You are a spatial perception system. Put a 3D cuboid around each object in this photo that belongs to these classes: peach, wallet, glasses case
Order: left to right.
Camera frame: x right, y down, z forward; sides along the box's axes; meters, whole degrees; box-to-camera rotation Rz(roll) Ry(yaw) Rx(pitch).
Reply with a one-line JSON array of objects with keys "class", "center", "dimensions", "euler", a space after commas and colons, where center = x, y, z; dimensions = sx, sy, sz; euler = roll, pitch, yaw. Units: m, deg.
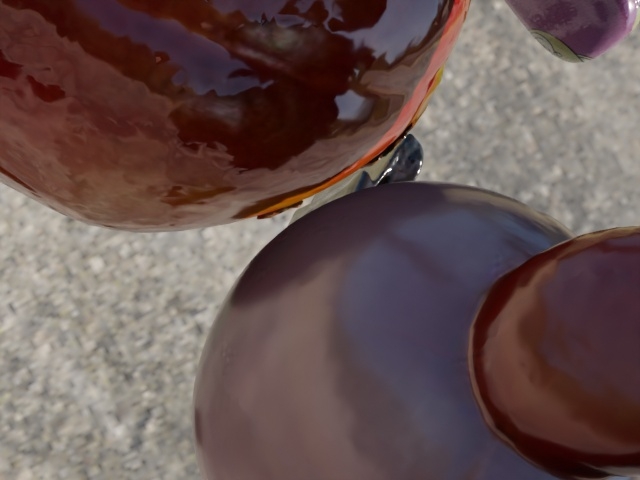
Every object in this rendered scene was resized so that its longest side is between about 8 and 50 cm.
[{"class": "peach", "center": [-0.101, -0.176, 0.880], "dimensions": [0.370, 0.370, 0.370], "euler": [31, 46, -37]}, {"class": "wallet", "center": [0.000, 0.000, 1.480], "dimensions": [0.049, 0.229, 0.182], "euler": [37, 71, -10]}, {"class": "glasses case", "center": [0.162, -0.296, 1.401], "dimensions": [0.076, 0.123, 0.316], "euler": [-32, 88, -32]}]

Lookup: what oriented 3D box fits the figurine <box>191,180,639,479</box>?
[{"class": "figurine", "center": [0.048, 0.078, 0.748], "dimensions": [0.211, 0.270, 0.261], "euler": [33, 4, -1]}]
